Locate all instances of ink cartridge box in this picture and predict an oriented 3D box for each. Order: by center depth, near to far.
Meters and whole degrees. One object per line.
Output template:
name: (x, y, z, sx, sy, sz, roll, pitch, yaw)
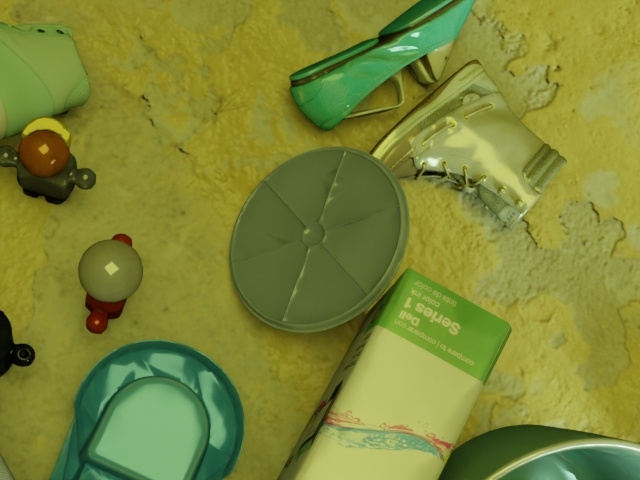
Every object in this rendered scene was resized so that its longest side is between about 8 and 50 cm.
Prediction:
ink cartridge box: (0.049, 0.189, 1.236, 0.117, 0.201, 0.278, 30, 73, 0)

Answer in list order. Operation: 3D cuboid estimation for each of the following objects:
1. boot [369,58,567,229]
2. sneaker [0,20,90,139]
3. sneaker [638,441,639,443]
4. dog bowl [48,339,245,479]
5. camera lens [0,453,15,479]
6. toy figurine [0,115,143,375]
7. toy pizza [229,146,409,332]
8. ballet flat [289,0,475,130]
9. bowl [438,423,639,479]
boot: (0.144, -0.069, 1.387, 0.213, 0.077, 0.165, -43, 89, -17)
sneaker: (-0.342, -0.208, 1.339, 0.151, 0.094, 0.256, -23, 65, -39)
sneaker: (0.438, 0.299, 1.331, 0.268, 0.101, 0.153, 17, 78, -2)
dog bowl: (-0.186, 0.241, 1.250, 0.165, 0.074, 0.297, 25, 74, -3)
camera lens: (-0.388, 0.208, 1.117, 0.219, 0.219, 0.274, -29, 68, -16)
toy figurine: (-0.291, 0.011, 1.250, 0.213, 0.148, 0.210, -25, 82, -15)
toy pizza: (0.000, 0.000, 1.323, 0.201, 0.032, 0.201, -11, 64, 23)
ballet flat: (0.081, -0.193, 1.413, 0.247, 0.083, 0.087, -32, 108, -16)
bowl: (0.198, 0.296, 1.223, 0.311, 0.163, 0.312, -5, 108, -16)
